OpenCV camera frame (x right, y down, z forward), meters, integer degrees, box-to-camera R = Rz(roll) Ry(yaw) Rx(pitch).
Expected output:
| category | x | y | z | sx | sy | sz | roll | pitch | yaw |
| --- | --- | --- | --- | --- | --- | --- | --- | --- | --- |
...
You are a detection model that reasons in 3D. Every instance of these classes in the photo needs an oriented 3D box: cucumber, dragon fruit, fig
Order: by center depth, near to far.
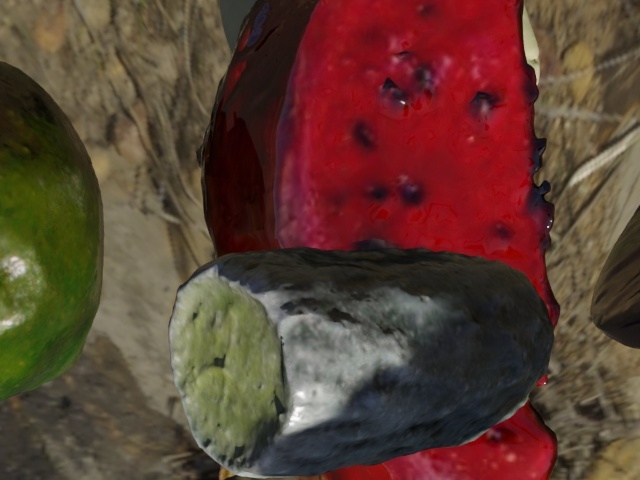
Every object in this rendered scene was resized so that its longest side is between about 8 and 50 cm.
| category | x | y | z | sx | sy | sz | roll | pitch | yaw |
| --- | --- | --- | --- | --- | --- | --- | --- | --- | --- |
| cucumber | 0.015 | 0.029 | 0.406 | 0.064 | 0.112 | 0.064 | 4 | 96 | 46 |
| dragon fruit | 0.000 | 0.000 | 0.692 | 0.100 | 0.282 | 0.343 | -3 | 85 | -26 |
| fig | -0.193 | 0.012 | 0.847 | 0.195 | 0.245 | 0.195 | -18 | 50 | 22 |

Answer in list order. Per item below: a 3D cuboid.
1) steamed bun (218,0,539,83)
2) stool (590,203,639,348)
| category | x | y | z | sx | sy | sz | roll | pitch | yaw |
| --- | --- | --- | --- | --- | --- | --- | --- | --- | --- |
| steamed bun | 0.035 | -0.160 | 0.863 | 0.170 | 0.152 | 0.238 | -7 | 66 | -20 |
| stool | 0.320 | 0.003 | 0.923 | 0.178 | 0.272 | 0.272 | 41 | 86 | -4 |
